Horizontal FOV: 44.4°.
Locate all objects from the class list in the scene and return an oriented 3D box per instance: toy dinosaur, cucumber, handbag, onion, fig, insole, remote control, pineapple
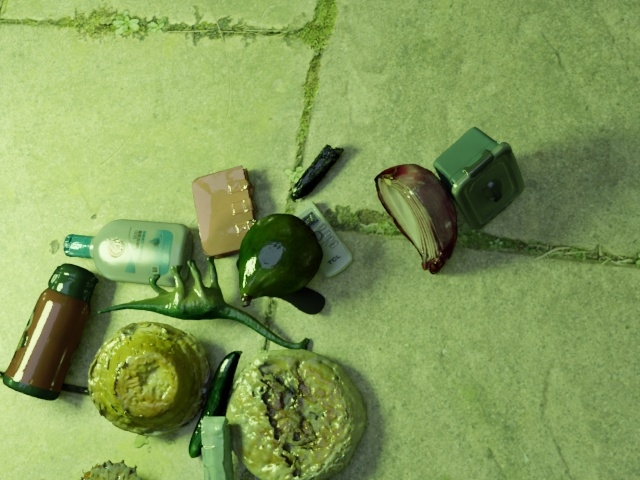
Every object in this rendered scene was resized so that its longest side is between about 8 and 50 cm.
[{"bbox_3d":[-0.280,0.197,1.882,0.446,0.087,0.301,-20,86,-4],"label":"toy dinosaur"},{"bbox_3d":[-0.252,0.388,1.869,0.056,0.056,0.284,23,93,17],"label":"cucumber"},{"bbox_3d":[-0.232,-0.070,1.976,0.157,0.059,0.213,-16,76,11],"label":"handbag"},{"bbox_3d":[0.242,-0.054,1.797,0.120,0.227,0.284,-30,114,-13],"label":"onion"},{"bbox_3d":[-0.111,0.053,1.828,0.195,0.195,0.245,30,49,18],"label":"fig"},{"bbox_3d":[-0.102,0.108,1.916,0.253,0.005,0.086,30,63,17],"label":"insole"},{"bbox_3d":[-0.013,-0.169,1.952,0.053,0.053,0.181,39,91,18],"label":"cucumber"},{"bbox_3d":[0.000,0.000,1.918,0.087,0.029,0.190,-36,72,4],"label":"remote control"},{"bbox_3d":[-0.516,0.615,1.867,0.161,0.137,0.176,9,69,-28],"label":"pineapple"}]

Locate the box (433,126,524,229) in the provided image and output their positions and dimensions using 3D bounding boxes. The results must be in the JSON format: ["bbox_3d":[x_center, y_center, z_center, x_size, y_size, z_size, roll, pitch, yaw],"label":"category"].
[{"bbox_3d":[0.358,-0.139,1.767,0.162,0.227,0.130,-41,57,2],"label":"box"}]

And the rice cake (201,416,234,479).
[{"bbox_3d":[-0.233,0.574,1.806,0.066,0.063,0.337,-6,84,13],"label":"rice cake"}]

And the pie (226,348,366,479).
[{"bbox_3d":[-0.064,0.409,1.815,0.338,0.077,0.339,-3,76,14],"label":"pie"}]

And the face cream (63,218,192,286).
[{"bbox_3d":[-0.496,0.025,2.006,0.336,0.080,0.163,6,83,14],"label":"face cream"}]

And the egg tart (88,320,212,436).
[{"bbox_3d":[-0.404,0.332,1.855,0.294,0.116,0.295,0,89,-6],"label":"egg tart"}]

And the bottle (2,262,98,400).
[{"bbox_3d":[-0.668,0.223,1.977,0.143,0.144,0.336,17,79,17],"label":"bottle"}]
